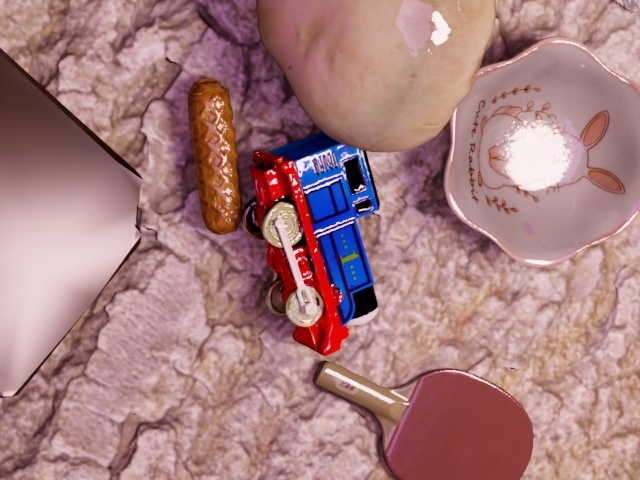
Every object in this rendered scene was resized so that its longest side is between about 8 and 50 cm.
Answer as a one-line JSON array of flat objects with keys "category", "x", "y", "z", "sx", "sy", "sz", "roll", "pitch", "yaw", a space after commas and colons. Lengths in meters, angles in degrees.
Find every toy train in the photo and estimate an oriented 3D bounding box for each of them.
[{"category": "toy train", "x": 0.000, "y": 0.000, "z": 1.896, "sx": 0.131, "sy": 0.083, "sz": 0.204, "roll": -22, "pitch": 108, "yaw": -20}]

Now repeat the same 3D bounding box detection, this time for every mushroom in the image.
[{"category": "mushroom", "x": 0.072, "y": -0.217, "z": 1.821, "sx": 0.234, "sy": 0.254, "sz": 0.260, "roll": -11, "pitch": 105, "yaw": -43}]

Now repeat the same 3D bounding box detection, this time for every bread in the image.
[{"category": "bread", "x": -0.104, "y": -0.083, "z": 1.896, "sx": 0.044, "sy": 0.052, "sz": 0.157, "roll": -7, "pitch": 99, "yaw": -7}]

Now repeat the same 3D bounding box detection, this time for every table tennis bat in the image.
[{"category": "table tennis bat", "x": 0.106, "y": 0.187, "z": 1.981, "sx": 0.246, "sy": 0.022, "sz": 0.138, "roll": 27, "pitch": 94, "yaw": -12}]

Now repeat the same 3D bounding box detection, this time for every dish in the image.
[{"category": "dish", "x": 0.219, "y": -0.092, "z": 1.920, "sx": 0.229, "sy": 0.081, "sz": 0.229, "roll": -1, "pitch": 98, "yaw": -10}]

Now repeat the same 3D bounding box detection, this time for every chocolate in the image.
[{"category": "chocolate", "x": -0.386, "y": -0.013, "z": 1.765, "sx": 0.314, "sy": 0.297, "sz": 0.326, "roll": 41, "pitch": 75, "yaw": -18}]

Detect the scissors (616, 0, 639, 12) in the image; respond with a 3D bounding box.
[{"category": "scissors", "x": 0.255, "y": -0.301, "z": 1.919, "sx": 0.187, "sy": 0.020, "sz": 0.133, "roll": 31, "pitch": 90, "yaw": -9}]
